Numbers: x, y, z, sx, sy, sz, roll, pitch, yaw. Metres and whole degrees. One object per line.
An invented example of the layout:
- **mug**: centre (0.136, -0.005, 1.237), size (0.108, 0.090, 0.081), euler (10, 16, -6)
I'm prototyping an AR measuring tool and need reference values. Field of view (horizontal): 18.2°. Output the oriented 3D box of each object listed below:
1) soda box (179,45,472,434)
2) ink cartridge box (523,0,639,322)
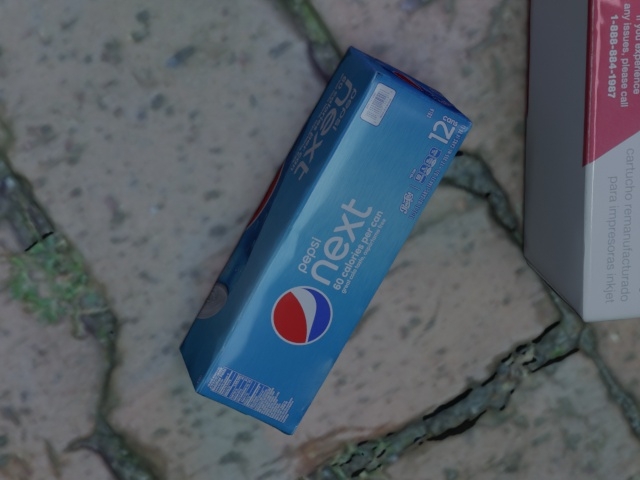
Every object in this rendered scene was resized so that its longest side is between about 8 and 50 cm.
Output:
- **soda box**: centre (0.000, 0.000, 1.142), size (0.067, 0.071, 0.210), euler (27, 101, -19)
- **ink cartridge box**: centre (0.269, -0.076, 1.155), size (0.283, 0.117, 0.207), euler (-5, 109, -11)
